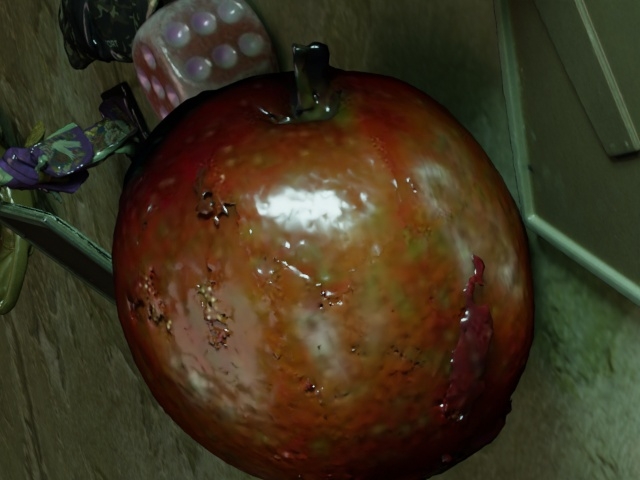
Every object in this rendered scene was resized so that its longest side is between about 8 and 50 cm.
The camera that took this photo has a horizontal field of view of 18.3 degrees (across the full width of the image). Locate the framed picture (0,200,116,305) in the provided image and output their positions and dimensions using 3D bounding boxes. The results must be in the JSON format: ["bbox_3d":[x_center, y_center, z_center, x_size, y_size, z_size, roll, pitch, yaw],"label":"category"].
[{"bbox_3d":[-0.203,0.048,2.020,0.293,0.018,0.231,39,168,-25],"label":"framed picture"}]

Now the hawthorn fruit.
[{"bbox_3d":[-0.005,0.028,1.358,0.316,0.316,0.316,49,155,32],"label":"hawthorn fruit"}]

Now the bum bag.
[{"bbox_3d":[-0.189,-0.208,1.790,0.248,0.069,0.102,-173,95,-67],"label":"bum bag"}]

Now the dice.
[{"bbox_3d":[-0.094,-0.143,1.614,0.094,0.093,0.091,57,159,13],"label":"dice"}]

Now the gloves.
[{"bbox_3d":[-0.426,-0.067,2.418,0.154,0.141,0.331,-27,80,44],"label":"gloves"}]

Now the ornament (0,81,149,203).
[{"bbox_3d":[-0.264,-0.080,1.949,0.081,0.203,0.088,-17,97,61],"label":"ornament"}]

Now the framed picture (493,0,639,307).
[{"bbox_3d":[0.171,-0.084,1.173,0.211,0.020,0.290,38,148,47],"label":"framed picture"}]
